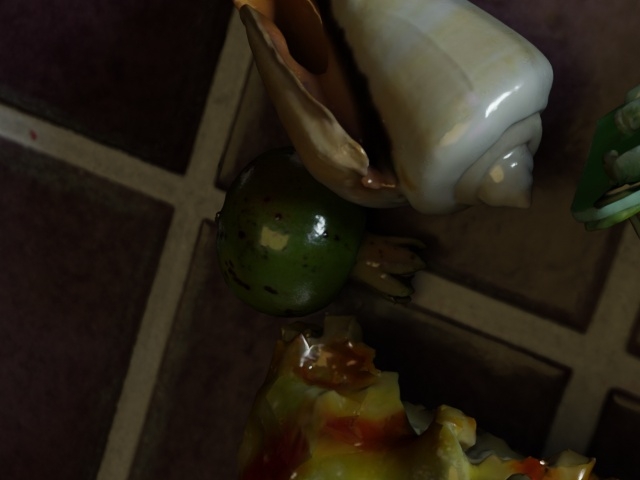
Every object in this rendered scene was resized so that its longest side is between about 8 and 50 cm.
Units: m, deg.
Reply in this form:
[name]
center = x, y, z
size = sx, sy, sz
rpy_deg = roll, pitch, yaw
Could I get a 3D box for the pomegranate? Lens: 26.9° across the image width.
[pomegranate]
center = 0.000, 0.000, 0.882
size = 0.142, 0.114, 0.114
rpy_deg = 16, 102, -5

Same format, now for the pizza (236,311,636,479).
[pizza]
center = 0.039, 0.211, 0.760
size = 0.440, 0.130, 0.406
rpy_deg = -40, 57, 8

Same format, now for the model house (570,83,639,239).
[model house]
center = 0.362, -0.004, 0.700
size = 0.358, 0.242, 0.313
rpy_deg = -29, 100, 21

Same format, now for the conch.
[conch]
center = 0.048, -0.098, 0.853
size = 0.158, 0.127, 0.255
rpy_deg = -35, 53, -2
